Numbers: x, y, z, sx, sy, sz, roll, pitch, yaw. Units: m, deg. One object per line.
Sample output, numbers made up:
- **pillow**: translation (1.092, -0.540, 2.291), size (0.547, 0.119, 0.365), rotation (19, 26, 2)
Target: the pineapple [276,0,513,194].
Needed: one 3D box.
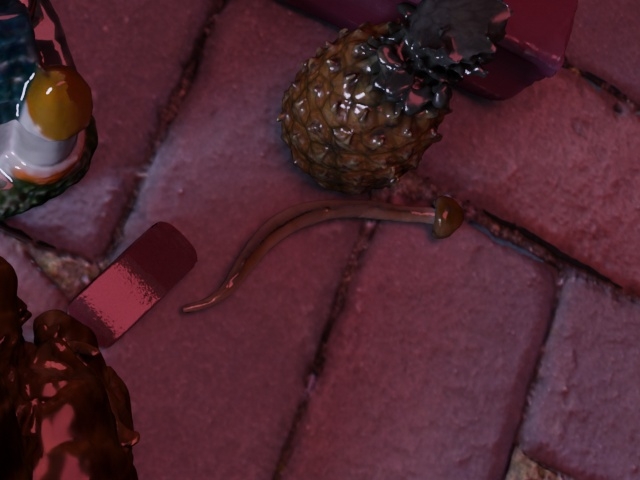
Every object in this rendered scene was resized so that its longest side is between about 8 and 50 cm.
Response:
- **pineapple**: translation (0.076, -0.143, 1.213), size (0.158, 0.278, 0.158), rotation (9, 70, -25)

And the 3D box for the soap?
- **soap**: translation (0.089, -0.311, 1.357), size (0.359, 0.128, 0.233), rotation (23, 67, -14)

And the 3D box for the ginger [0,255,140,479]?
- **ginger**: translation (-0.248, 0.145, 0.999), size (0.357, 0.152, 0.274), rotation (44, 51, -44)

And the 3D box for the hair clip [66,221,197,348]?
- **hair clip**: translation (-0.164, 0.037, 1.193), size (0.054, 0.022, 0.137), rotation (49, 62, -7)

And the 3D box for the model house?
- **model house**: translation (-0.278, -0.174, 1.063), size (0.190, 0.301, 0.271), rotation (-20, 83, -20)

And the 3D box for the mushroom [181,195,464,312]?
- **mushroom**: translation (0.001, -0.002, 1.273), size (0.306, 0.043, 0.068), rotation (-14, 55, -25)
